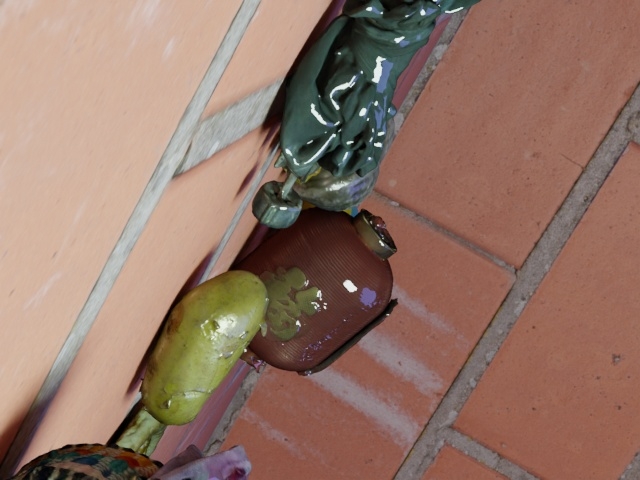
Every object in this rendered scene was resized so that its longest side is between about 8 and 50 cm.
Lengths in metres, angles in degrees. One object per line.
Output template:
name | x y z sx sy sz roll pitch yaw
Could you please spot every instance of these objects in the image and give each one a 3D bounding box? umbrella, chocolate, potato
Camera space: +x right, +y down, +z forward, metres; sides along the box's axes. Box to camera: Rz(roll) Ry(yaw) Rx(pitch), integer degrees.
umbrella | 0.033 -0.139 1.203 0.349 0.143 0.094 -56 -146 30
chocolate | 0.034 -0.114 1.627 0.110 0.110 0.248 -61 -178 33
potato | -0.127 0.110 1.339 0.105 0.085 0.188 13 111 -46

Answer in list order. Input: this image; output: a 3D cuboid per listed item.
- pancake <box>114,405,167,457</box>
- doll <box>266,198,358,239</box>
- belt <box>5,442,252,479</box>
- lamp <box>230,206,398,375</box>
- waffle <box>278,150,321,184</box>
pancake | -0.251 0.293 1.519 0.253 0.037 0.253 -56 177 -5
doll | 0.000 0.000 1.898 0.363 0.145 0.199 -69 -177 -64
belt | -0.180 0.272 0.929 0.160 0.207 0.295 -21 127 -79
lamp | -0.008 0.063 1.633 0.258 0.180 0.180 -38 -178 13
waffle | 0.026 -0.170 1.374 0.243 0.059 0.238 -58 176 -13
